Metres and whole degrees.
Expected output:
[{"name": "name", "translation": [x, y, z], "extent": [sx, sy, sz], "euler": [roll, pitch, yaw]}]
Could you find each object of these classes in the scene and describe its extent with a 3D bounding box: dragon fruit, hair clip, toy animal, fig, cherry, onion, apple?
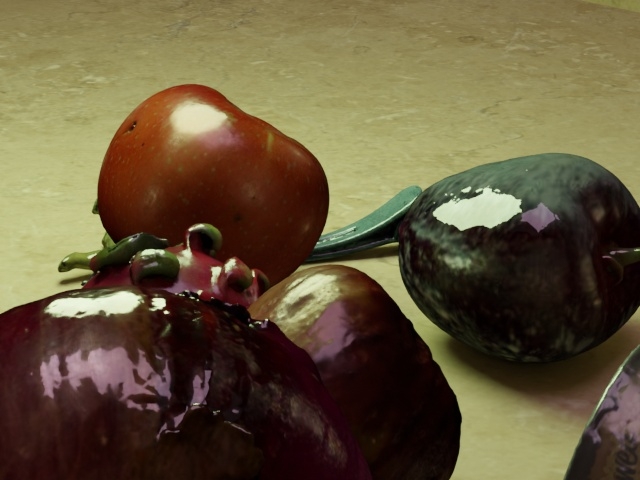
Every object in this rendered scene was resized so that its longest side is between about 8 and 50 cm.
[{"name": "dragon fruit", "translation": [-0.167, 0.107, 1.404], "extent": [0.198, 0.273, 0.218], "euler": [48, 22, -2]}, {"name": "hair clip", "translation": [0.000, 0.000, 1.832], "extent": [0.275, 0.083, 0.048], "euler": [-13, 30, -14]}, {"name": "toy animal", "translation": [-0.232, 0.000, 1.796], "extent": [0.101, 0.103, 0.218], "euler": [30, 24, 8]}, {"name": "fig", "translation": [0.006, 0.149, 1.250], "extent": [0.224, 0.224, 0.263], "euler": [9, 46, 21]}, {"name": "cherry", "translation": [0.226, 0.016, 1.575], "extent": [0.296, 0.218, 0.255], "euler": [9, 29, 34]}, {"name": "onion", "translation": [-0.124, 0.226, 0.916], "extent": [0.347, 0.348, 0.385], "euler": [0, 35, -2]}, {"name": "apple", "translation": [-0.124, -0.049, 1.668], "extent": [0.260, 0.216, 0.260], "euler": [35, 3, -2]}]

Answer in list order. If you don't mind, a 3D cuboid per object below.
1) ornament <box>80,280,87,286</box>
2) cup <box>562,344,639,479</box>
[{"name": "ornament", "translation": [-0.222, 0.079, 1.585], "extent": [0.203, 0.081, 0.088], "euler": [9, 23, 21]}, {"name": "cup", "translation": [0.336, 0.180, 1.091], "extent": [0.257, 0.301, 0.227], "euler": [20, 8, 24]}]
